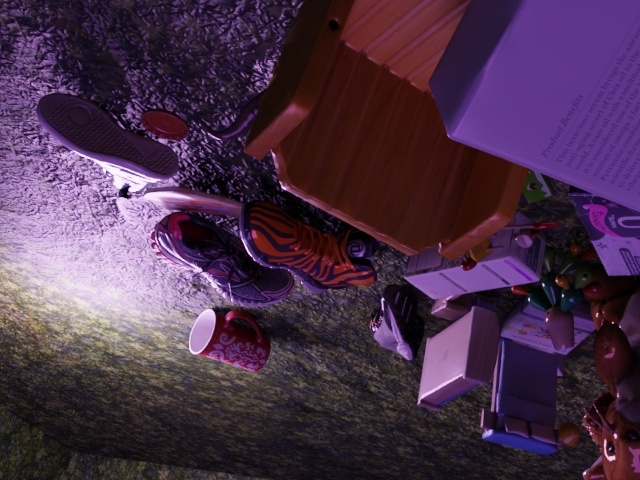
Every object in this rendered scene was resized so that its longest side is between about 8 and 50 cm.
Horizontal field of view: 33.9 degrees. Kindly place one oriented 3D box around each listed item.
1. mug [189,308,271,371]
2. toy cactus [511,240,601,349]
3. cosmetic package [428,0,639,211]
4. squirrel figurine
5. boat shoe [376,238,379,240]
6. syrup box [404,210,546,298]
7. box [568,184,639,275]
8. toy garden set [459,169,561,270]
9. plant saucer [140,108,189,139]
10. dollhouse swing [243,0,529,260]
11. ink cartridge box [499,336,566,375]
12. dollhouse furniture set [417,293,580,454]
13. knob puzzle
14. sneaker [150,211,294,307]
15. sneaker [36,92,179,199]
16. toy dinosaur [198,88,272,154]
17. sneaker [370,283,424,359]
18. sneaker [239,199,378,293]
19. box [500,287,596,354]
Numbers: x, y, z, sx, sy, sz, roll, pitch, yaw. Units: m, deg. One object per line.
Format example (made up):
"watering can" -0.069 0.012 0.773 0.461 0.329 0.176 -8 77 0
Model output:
"mug" -0.201 0.241 2.487 0.169 0.113 0.150 26 153 -29
"toy cactus" 0.412 0.097 1.824 0.112 0.180 0.219 -9 178 -34
"cosmetic package" 0.381 -0.165 1.199 0.454 0.161 0.230 20 117 -15
"squirrel figurine" 0.591 0.281 1.855 0.281 0.370 0.397 3 152 19
"boat shoe" 0.106 -0.048 1.834 0.043 0.049 0.137 -29 148 -8
"syrup box" 0.270 0.029 1.839 0.237 0.093 0.096 -13 142 43
"box" 0.468 -0.061 1.506 0.163 0.142 0.247 -1 149 29
"toy garden set" 0.268 -0.059 1.672 0.244 0.049 0.203 -15 118 40
"plant saucer" -0.260 -0.196 1.758 0.084 0.013 0.083 12 154 6
"dollhouse swing" 0.158 -0.180 1.302 0.347 0.315 0.305 28 162 -24
"ink cartridge box" 0.448 0.245 2.222 0.123 0.052 0.088 -3 149 29
"dollhouse furniture set" 0.371 0.214 1.947 0.304 0.286 0.198 19 153 -14
"knob puzzle" -0.232 -0.081 1.916 0.213 0.029 0.213 8 172 1
"sneaker" -0.186 0.040 2.061 0.299 0.120 0.112 24 155 -18
"sneaker" -0.388 -0.155 1.817 0.256 0.094 0.151 28 154 -23
"toy dinosaur" -0.021 -0.186 1.580 0.314 0.121 0.160 16 142 8
"sneaker" 0.147 0.171 2.183 0.108 0.100 0.271 12 154 17
"sneaker" 0.000 0.000 1.919 0.180 0.124 0.321 -9 157 32
"box" 0.453 0.162 2.073 0.145 0.038 0.186 16 155 -3
